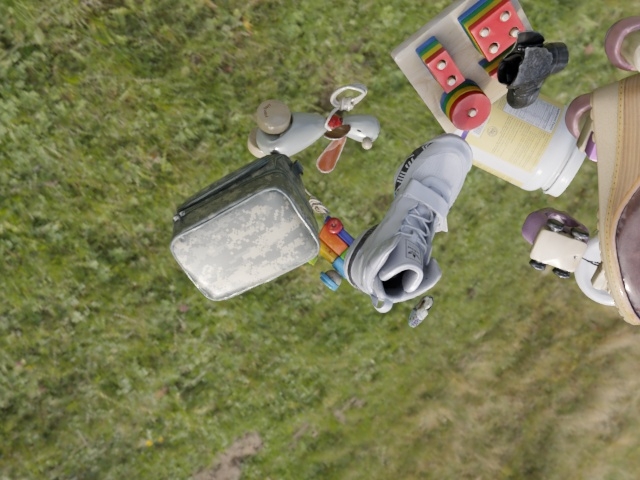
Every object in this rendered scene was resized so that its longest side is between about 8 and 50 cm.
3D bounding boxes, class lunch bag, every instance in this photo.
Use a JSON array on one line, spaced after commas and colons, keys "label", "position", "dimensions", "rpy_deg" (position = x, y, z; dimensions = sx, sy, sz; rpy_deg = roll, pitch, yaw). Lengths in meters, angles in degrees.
[{"label": "lunch bag", "position": [-0.168, -0.046, 1.660], "dimensions": [0.305, 0.256, 0.212], "rpy_deg": [-27, 118, 12]}]

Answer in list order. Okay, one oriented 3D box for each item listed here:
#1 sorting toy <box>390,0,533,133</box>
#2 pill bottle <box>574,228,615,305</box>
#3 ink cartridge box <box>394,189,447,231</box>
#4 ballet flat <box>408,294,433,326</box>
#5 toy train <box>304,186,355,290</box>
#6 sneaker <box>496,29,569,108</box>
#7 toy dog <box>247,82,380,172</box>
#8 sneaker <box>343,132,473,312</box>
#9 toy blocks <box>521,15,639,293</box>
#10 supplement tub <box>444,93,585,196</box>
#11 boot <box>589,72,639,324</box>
[{"label": "sorting toy", "position": [0.317, -0.352, 1.517], "dimensions": [0.257, 0.089, 0.255], "rpy_deg": [-37, 134, 11]}, {"label": "pill bottle", "position": [0.667, 0.044, 1.715], "dimensions": [0.162, 0.162, 0.278], "rpy_deg": [-64, 163, 18]}, {"label": "ink cartridge box", "position": [0.249, -0.075, 1.903], "dimensions": [0.060, 0.180, 0.104], "rpy_deg": [-11, 101, -15]}, {"label": "ballet flat", "position": [0.263, 0.178, 1.960], "dimensions": [0.114, 0.041, 0.041], "rpy_deg": [-50, 152, -43]}, {"label": "toy train", "position": [0.000, 0.000, 1.936], "dimensions": [0.143, 0.248, 0.105], "rpy_deg": [-47, 173, 0]}, {"label": "sneaker", "position": [0.271, -0.228, 1.032], "dimensions": [0.089, 0.051, 0.170], "rpy_deg": [-11, 164, -19]}, {"label": "toy dog", "position": [-0.019, -0.241, 1.849], "dimensions": [0.334, 0.161, 0.220], "rpy_deg": [-10, 157, 7]}, {"label": "sneaker", "position": [0.188, -0.028, 1.441], "dimensions": [0.137, 0.210, 0.366], "rpy_deg": [32, 101, -18]}, {"label": "toy blocks", "position": [0.442, -0.104, 0.973], "dimensions": [0.260, 0.288, 0.309], "rpy_deg": [-65, 174, -66]}, {"label": "supplement tub", "position": [0.508, -0.276, 1.968], "dimensions": [0.241, 0.331, 0.241], "rpy_deg": [-63, 177, -6]}, {"label": "boot", "position": [0.356, -0.038, 0.671], "dimensions": [0.090, 0.207, 0.248], "rpy_deg": [-38, 121, -57]}]
